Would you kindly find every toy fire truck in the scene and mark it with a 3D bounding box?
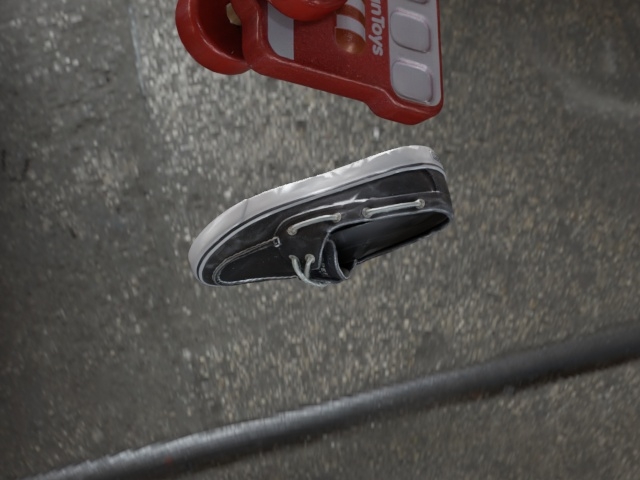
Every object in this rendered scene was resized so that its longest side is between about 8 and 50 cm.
[{"bbox_3d":[0.009,-0.275,1.272,0.254,0.169,0.302,13,66,-34],"label":"toy fire truck"}]

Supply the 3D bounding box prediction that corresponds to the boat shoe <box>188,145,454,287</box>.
[{"bbox_3d":[0.000,0.000,1.420,0.301,0.108,0.102,-20,56,9],"label":"boat shoe"}]
